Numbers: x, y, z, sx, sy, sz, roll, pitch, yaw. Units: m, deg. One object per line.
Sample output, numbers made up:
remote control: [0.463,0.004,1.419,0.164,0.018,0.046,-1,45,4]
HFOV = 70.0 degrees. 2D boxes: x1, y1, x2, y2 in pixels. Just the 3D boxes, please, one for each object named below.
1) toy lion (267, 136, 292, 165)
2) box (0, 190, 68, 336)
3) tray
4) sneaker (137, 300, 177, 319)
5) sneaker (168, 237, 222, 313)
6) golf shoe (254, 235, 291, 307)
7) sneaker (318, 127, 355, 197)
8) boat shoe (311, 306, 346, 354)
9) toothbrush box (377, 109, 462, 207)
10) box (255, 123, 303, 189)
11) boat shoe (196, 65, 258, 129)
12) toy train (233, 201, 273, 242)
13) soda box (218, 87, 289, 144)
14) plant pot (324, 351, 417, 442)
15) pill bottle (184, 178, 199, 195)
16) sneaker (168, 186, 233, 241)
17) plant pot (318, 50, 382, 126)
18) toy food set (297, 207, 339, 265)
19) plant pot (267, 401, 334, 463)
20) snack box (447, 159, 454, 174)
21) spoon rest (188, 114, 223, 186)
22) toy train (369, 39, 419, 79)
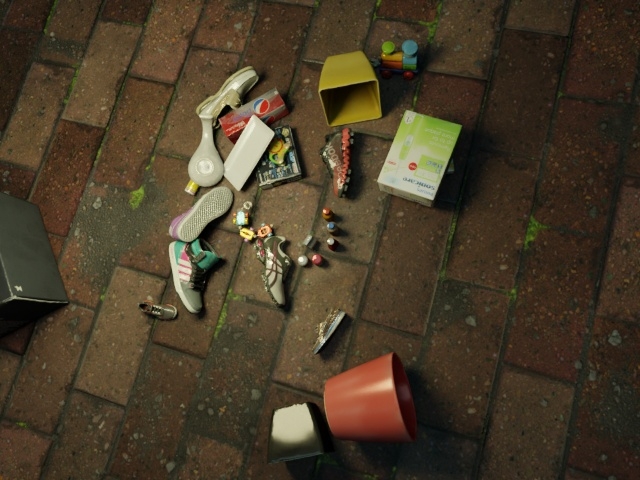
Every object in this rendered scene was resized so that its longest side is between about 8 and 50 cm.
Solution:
toy lion: [-0.165,-0.344,1.753,0.096,0.034,0.100,19,83,20]
box: [-1.337,0.125,1.776,0.472,0.297,0.479,-27,75,5]
tray: [-0.280,-0.337,1.775,0.145,0.030,0.270,45,111,27]
sneaker: [-0.629,0.268,1.745,0.158,0.065,0.061,8,80,11]
sneaker: [-0.451,0.113,1.722,0.178,0.124,0.295,-23,75,14]
golf shoe: [-0.159,0.111,1.680,0.120,0.105,0.272,-16,77,-1]
sneaker: [0.058,-0.290,1.722,0.135,0.097,0.276,1,77,10]
boat shoe: [0.017,0.320,1.631,0.066,0.066,0.183,32,76,19]
toothbrush box: [0.352,-0.288,1.621,0.206,0.122,0.283,22,86,16]
box: [-0.176,-0.327,1.792,0.175,0.051,0.220,-16,77,6]
boat shoe: [-0.358,-0.568,1.846,0.302,0.113,0.103,-38,79,13]
toy train: [-0.259,-0.061,1.760,0.125,0.046,0.166,-38,79,0]
soda box: [-0.263,-0.494,1.823,0.263,0.083,0.092,-28,75,4]
plant pot: [0.158,0.522,1.477,0.243,0.275,0.274,-17,76,17]
pill bottle: [-0.505,-0.225,1.832,0.043,0.043,0.083,28,85,14]
sneaker: [-0.477,-0.111,1.778,0.161,0.102,0.282,5,44,51]
plant pot: [0.110,-0.585,1.725,0.212,0.212,0.187,-7,65,8]
toy food set: [0.000,0.000,1.670,0.111,0.104,0.232,33,86,14]
plant pot: [-0.074,0.639,1.528,0.188,0.187,0.167,-15,64,6]
snack box: [0.416,-0.290,1.691,0.141,0.037,0.100,-6,79,10]
spoon rest: [-0.450,-0.351,1.809,0.137,0.084,0.276,3,93,-8]
toy train: [0.252,-0.702,1.745,0.248,0.143,0.105,8,80,11]
